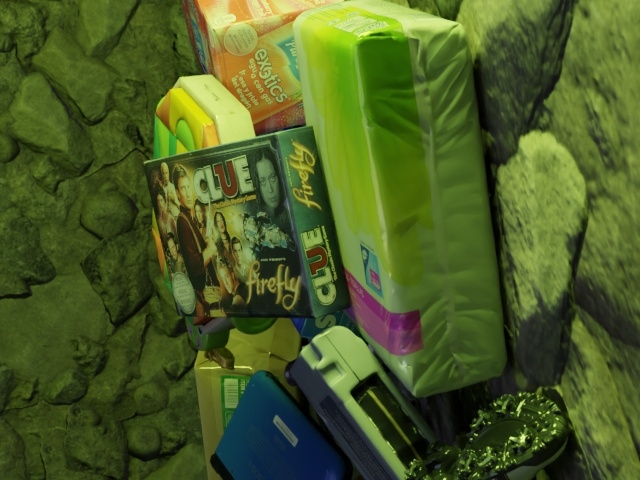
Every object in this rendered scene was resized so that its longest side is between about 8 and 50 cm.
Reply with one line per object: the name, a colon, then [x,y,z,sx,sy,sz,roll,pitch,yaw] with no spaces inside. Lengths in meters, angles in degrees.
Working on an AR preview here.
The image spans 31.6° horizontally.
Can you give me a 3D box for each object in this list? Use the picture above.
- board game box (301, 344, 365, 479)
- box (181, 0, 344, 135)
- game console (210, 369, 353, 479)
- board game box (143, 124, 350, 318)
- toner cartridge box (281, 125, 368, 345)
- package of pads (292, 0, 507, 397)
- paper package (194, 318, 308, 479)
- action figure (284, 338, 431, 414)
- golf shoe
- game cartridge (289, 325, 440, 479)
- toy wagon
board game box: [0.047,0.372,1.727,0.319,0.066,0.318,-112,13,-50]
box: [-0.073,-0.260,1.346,0.300,0.154,0.142,-117,15,-54]
game console: [-0.023,0.370,1.645,0.293,0.173,0.250,39,105,54]
board game box: [-0.077,-0.011,1.066,0.243,0.042,0.165,-5,98,54]
toner cartridge box: [0.000,-0.019,1.259,0.348,0.075,0.165,-127,52,-70]
package of pads: [0.062,-0.049,0.955,0.229,0.101,0.296,-130,29,-69]
paper package: [-0.100,0.278,1.917,0.309,0.168,0.325,-86,-6,-66]
action figure: [0.055,0.134,1.275,0.285,0.099,0.185,-165,69,-64]
golf shoe: [0.143,0.183,0.875,0.198,0.094,0.077,-45,14,52]
game cartridge: [0.080,0.215,1.050,0.294,0.060,0.196,53,164,7]
toy wagon: [-0.124,-0.001,1.260,0.267,0.068,0.344,48,138,51]
